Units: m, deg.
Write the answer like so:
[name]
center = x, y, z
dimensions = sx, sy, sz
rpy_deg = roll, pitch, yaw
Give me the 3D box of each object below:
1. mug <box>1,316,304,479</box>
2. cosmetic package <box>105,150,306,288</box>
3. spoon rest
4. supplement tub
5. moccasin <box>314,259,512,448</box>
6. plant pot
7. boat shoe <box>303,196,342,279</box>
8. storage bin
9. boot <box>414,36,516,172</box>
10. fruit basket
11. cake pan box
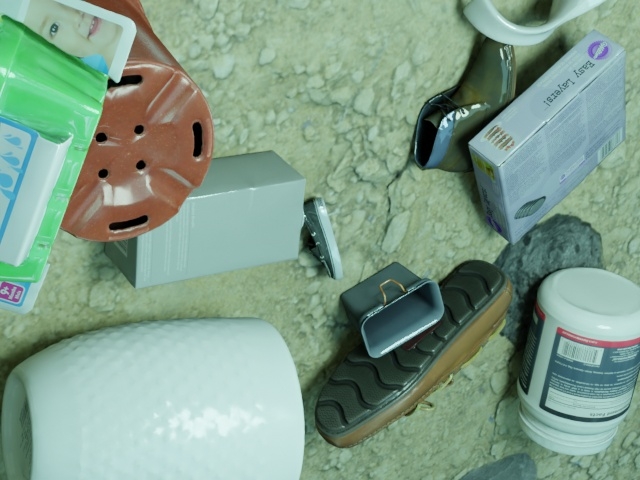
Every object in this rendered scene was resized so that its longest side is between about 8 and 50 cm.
[mug]
center = -0.246, 0.264, 1.613
dimensions = 0.328, 0.276, 0.374
rpy_deg = 0, 149, -28
[cosmetic package]
center = -0.145, -0.030, 1.577
dimensions = 0.238, 0.107, 0.127
rpy_deg = -11, 123, -32
[spoon rest]
center = 0.331, -0.328, 1.691
dimensions = 0.276, 0.084, 0.137
rpy_deg = -20, 168, -25
[supplement tub]
center = 0.434, 0.199, 2.046
dimensions = 0.191, 0.191, 0.272
rpy_deg = -11, 124, -28
[moccasin]
center = 0.146, 0.186, 1.884
dimensions = 0.380, 0.139, 0.147
rpy_deg = -43, 140, -26
[plant pot]
center = -0.258, -0.146, 1.314
dimensions = 0.272, 0.265, 0.272
rpy_deg = -17, 126, -24
[boat shoe]
center = 0.000, 0.000, 1.733
dimensions = 0.040, 0.049, 0.142
rpy_deg = -16, 127, -1
[storage bin]
center = 0.097, 0.091, 1.820
dimensions = 0.135, 0.091, 0.098
rpy_deg = -31, 131, -15
[boot]
center = 0.201, -0.187, 1.718
dimensions = 0.106, 0.082, 0.219
rpy_deg = -10, 125, -32
[fruit basket]
center = -0.375, -0.102, 1.058
dimensions = 0.353, 0.165, 0.327
rpy_deg = 16, 117, -21
[cake pan box]
center = 0.341, -0.148, 1.789
dimensions = 0.267, 0.070, 0.246
rpy_deg = -43, 154, -7
